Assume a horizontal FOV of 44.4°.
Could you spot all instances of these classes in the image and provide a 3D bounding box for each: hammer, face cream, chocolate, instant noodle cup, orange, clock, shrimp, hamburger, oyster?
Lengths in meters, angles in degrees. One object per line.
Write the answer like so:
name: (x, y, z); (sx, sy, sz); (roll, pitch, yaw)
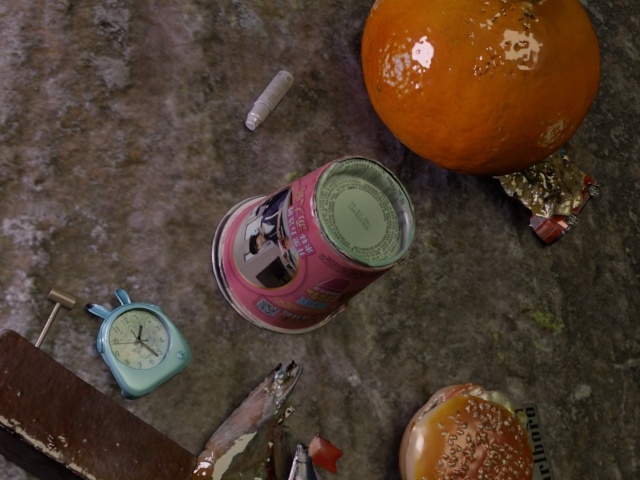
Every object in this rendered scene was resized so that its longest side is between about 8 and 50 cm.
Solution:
hammer: (-0.358, 0.115, 1.028); (0.036, 0.019, 0.110); (28, 62, -17)
face cream: (-0.087, -0.232, 1.310); (0.034, 0.034, 0.130); (38, 56, -11)
chocolate: (-0.306, 0.236, 0.959); (0.321, 0.112, 0.112); (37, 49, -12)
instant noodle cup: (0.000, 0.000, 1.135); (0.244, 0.255, 0.243); (11, 68, -28)
orange: (0.278, -0.321, 1.353); (0.424, 0.326, 0.423); (7, 56, -11)
clock: (-0.252, 0.132, 1.065); (0.108, 0.045, 0.147); (-32, 87, -35)
shrimp: (-0.083, 0.310, 1.084); (0.164, 0.062, 0.316); (42, 59, -18)
hamburger: (0.220, 0.332, 1.190); (0.237, 0.147, 0.236); (9, 69, -25)
oyster: (0.423, -0.144, 1.497); (0.214, 0.083, 0.223); (-31, 65, -29)

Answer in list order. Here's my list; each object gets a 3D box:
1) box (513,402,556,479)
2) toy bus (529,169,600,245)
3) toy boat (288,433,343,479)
box: (0.345, 0.361, 1.295); (0.115, 0.036, 0.177); (10, 64, -50)
toy bus: (0.475, -0.068, 1.540); (0.077, 0.079, 0.174); (44, 56, 3)
toy boat: (-0.033, 0.438, 1.039); (0.219, 0.072, 0.318); (50, 55, -18)
